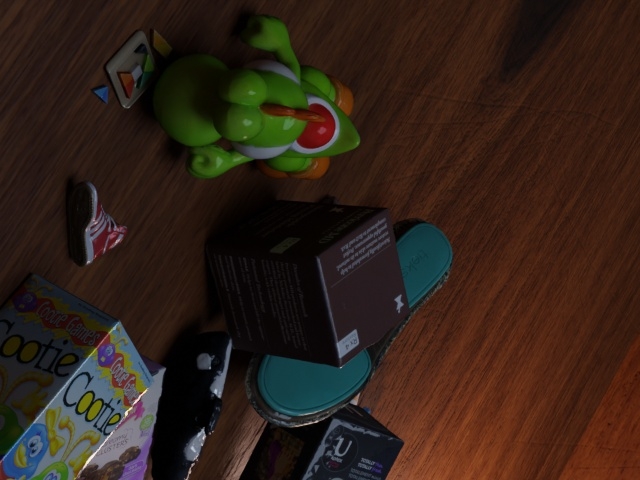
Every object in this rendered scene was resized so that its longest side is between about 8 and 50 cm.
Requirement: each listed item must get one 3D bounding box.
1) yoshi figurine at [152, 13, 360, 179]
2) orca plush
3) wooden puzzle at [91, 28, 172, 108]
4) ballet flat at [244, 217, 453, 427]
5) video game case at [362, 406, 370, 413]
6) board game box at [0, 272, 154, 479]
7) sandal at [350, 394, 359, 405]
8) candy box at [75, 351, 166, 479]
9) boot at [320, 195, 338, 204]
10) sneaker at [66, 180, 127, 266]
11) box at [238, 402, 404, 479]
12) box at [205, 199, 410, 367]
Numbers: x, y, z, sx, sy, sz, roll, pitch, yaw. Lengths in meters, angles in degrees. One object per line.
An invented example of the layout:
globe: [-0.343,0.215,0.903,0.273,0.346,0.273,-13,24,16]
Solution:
yoshi figurine: [-0.092,-0.168,1.761,0.203,0.204,0.362,-28,172,13]
orca plush: [-0.215,0.252,1.949,0.151,0.102,0.287,-107,-143,-61]
wooden puzzle: [-0.216,-0.199,1.635,0.116,0.014,0.078,-56,150,-17]
ballet flat: [0.027,0.141,2.163,0.483,0.164,0.182,-43,-174,-37]
video game case: [0.022,0.371,2.423,0.119,0.015,0.166,-28,149,-56]
board game box: [-0.342,0.201,1.596,0.275,0.142,0.144,-52,149,-23]
sandal: [0.022,0.271,2.333,0.265,0.076,0.102,-65,152,-2]
candy box: [-0.291,0.254,1.798,0.165,0.070,0.196,-18,127,-53]
boot: [0.000,0.000,2.129,0.114,0.037,0.106,90,24,-43]
sneaker: [-0.262,-0.029,1.658,0.067,0.042,0.118,-31,144,-41]
box: [-0.019,0.386,2.217,0.165,0.143,0.270,24,95,-37]
box: [-0.016,0.054,1.928,0.168,0.203,0.167,-34,119,-44]
